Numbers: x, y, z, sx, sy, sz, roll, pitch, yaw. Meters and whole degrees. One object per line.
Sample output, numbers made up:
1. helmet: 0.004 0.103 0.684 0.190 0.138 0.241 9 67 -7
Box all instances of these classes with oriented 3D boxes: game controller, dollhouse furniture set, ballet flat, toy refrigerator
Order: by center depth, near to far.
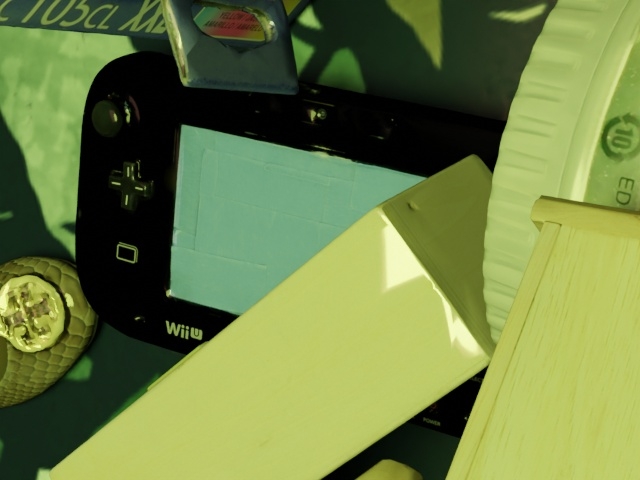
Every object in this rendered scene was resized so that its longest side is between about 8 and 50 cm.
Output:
1. dollhouse furniture set: 0.177 0.148 0.613 0.303 0.355 0.174 12 70 33
2. toy refrigerator: -0.013 0.070 0.799 0.269 0.102 0.094 -40 83 36
3. game controller: 0.000 0.000 0.857 0.319 0.067 0.167 14 98 29
4. ballet flat: -0.243 0.075 1.001 0.249 0.058 0.084 -21 82 28

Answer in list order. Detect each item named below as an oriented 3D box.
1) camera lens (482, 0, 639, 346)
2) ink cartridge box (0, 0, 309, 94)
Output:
1. camera lens: 0.230 0.000 0.638 0.274 0.219 0.219 17 100 28
2. ink cartridge box: -0.133 -0.242 0.807 0.395 0.270 0.151 49 115 20
